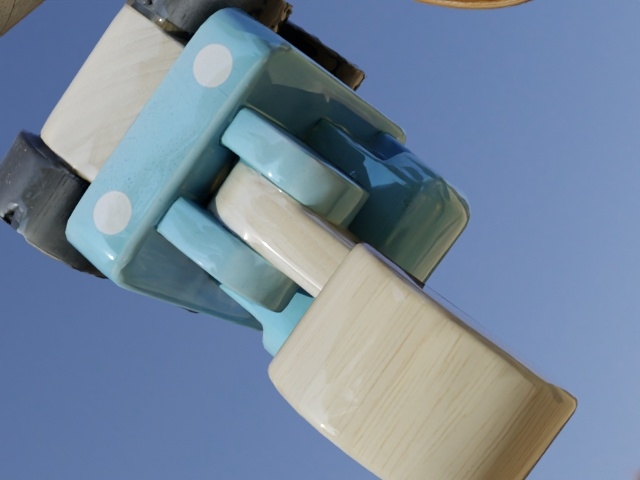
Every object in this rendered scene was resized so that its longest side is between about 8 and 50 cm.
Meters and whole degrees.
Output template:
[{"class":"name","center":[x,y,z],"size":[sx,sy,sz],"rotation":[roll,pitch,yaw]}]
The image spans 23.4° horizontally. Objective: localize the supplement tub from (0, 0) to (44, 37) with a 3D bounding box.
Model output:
[{"class":"supplement tub","center":[-0.191,-0.126,0.623],"size":[0.200,0.144,0.144],"rotation":[-55,-23,-50]}]

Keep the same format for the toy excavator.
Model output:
[{"class":"toy excavator","center":[0.000,0.000,0.936],"size":[0.222,0.445,0.433],"rotation":[-55,-25,4]}]

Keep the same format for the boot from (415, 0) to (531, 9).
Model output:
[{"class":"boot","center":[0.037,-0.179,0.792],"size":[0.152,0.197,0.073],"rotation":[43,-115,-87]}]
